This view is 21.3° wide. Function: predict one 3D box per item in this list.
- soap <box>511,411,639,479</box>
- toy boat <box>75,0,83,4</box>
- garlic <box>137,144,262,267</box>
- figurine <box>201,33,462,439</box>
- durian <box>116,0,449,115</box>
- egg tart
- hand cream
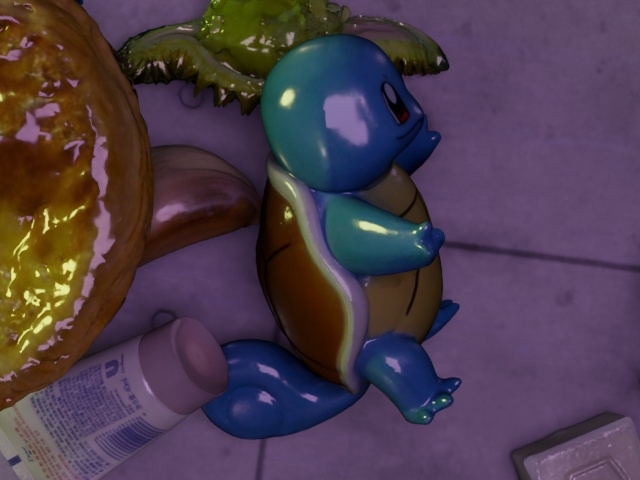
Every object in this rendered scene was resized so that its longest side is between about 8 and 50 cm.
[{"bbox_3d":[0.277,0.276,1.700,0.121,0.064,0.183,-21,95,-10],"label":"soap"},{"bbox_3d":[-0.335,-0.289,1.580,0.220,0.067,0.291,-50,118,-14],"label":"toy boat"},{"bbox_3d":[-0.168,-0.025,1.604,0.207,0.128,0.115,-31,74,-1],"label":"garlic"},{"bbox_3d":[0.036,0.018,1.569,0.243,0.298,0.416,17,116,5],"label":"figurine"},{"bbox_3d":[-0.054,-0.175,1.614,0.375,0.106,0.132,-2,86,-13],"label":"durian"},{"bbox_3d":[-0.364,-0.052,1.514,0.443,0.178,0.443,1,84,-5],"label":"egg tart"},{"bbox_3d":[-0.201,0.161,1.586,0.248,0.083,0.133,-27,96,24],"label":"hand cream"}]
